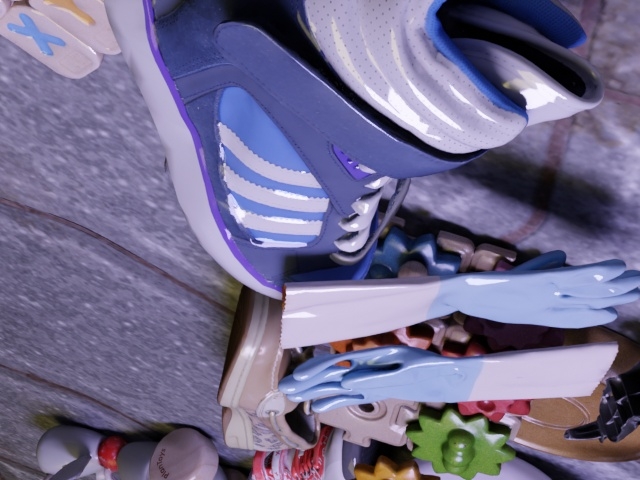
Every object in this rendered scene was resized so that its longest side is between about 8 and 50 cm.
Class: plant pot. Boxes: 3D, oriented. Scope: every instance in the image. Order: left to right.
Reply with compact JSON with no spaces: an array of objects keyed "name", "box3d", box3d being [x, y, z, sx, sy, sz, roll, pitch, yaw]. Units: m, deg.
[{"name":"plant pot","box3d":[0.182,0.123,1.048,0.236,0.032,0.236,18,153,9]}]

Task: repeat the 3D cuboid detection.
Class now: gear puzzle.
[{"name":"gear puzzle","box3d":[0.071,0.126,0.997,0.175,0.044,0.339,17,135,4]}]

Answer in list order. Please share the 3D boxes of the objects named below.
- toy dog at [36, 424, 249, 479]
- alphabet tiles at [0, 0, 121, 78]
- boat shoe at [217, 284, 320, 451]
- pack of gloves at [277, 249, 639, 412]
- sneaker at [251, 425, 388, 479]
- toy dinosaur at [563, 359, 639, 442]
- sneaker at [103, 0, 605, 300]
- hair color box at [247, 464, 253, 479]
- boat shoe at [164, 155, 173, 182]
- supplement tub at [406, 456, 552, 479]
[{"name":"toy dog","box3d":[-0.232,0.326,1.627,0.220,0.161,0.334,36,151,-26]},{"name":"alphabet tiles","box3d":[-0.227,-0.194,0.779,0.278,0.021,0.284,36,152,-25]},{"name":"boat shoe","box3d":[-0.037,0.116,1.143,0.089,0.104,0.285,12,157,2]},{"name":"pack of gloves","box3d":[0.085,0.053,0.856,0.232,0.046,0.195,-3,151,-6]},{"name":"sneaker","box3d":[-0.006,0.234,1.348,0.145,0.090,0.270,13,156,14]},{"name":"toy dinosaur","box3d":[0.300,0.182,0.930,0.218,0.164,0.322,12,134,-34]},{"name":"sneaker","box3d":[0.040,-0.053,0.706,0.236,0.130,0.323,12,147,30]},{"name":"hair color box","box3d":[-0.053,0.342,1.590,0.053,0.093,0.167,11,153,21]},{"name":"boat shoe","box3d":[-0.040,-0.035,0.914,0.142,0.049,0.040,22,173,5]},{"name":"supplement tub","box3d":[0.155,0.373,1.310,0.241,0.241,0.331,14,153,18]}]
